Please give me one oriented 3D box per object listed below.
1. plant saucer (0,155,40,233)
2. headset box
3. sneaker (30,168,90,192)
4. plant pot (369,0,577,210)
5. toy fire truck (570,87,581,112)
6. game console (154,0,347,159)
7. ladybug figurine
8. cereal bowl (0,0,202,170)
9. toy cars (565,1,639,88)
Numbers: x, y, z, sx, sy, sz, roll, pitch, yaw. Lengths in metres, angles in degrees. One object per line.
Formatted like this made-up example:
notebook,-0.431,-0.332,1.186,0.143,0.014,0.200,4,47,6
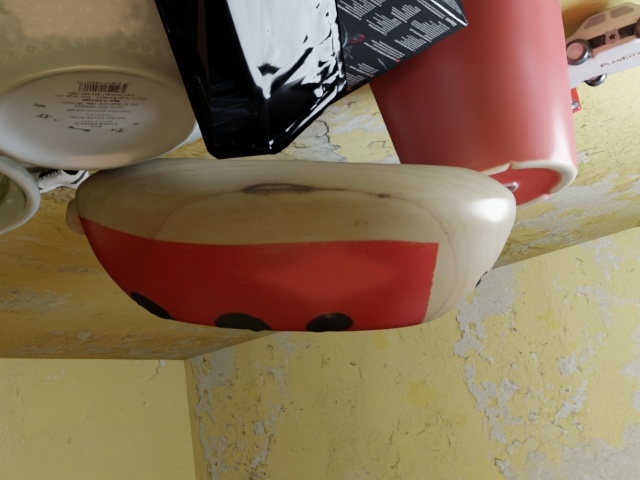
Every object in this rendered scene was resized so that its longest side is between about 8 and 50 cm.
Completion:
plant saucer,-0.599,-0.094,0.918,0.401,0.100,0.400,-8,163,-2
headset box,-0.028,-0.242,0.731,0.293,0.110,0.218,-24,157,38
sneaker,-0.431,-0.106,1.090,0.109,0.040,0.043,-9,147,-14
plant pot,0.203,-0.169,0.872,0.275,0.243,0.275,-10,163,-3
toy fire truck,0.352,-0.222,1.117,0.192,0.047,0.135,9,157,-44
game console,0.023,-0.229,0.495,0.044,0.361,0.213,27,148,28
ladybug figurine,-0.030,0.001,0.690,0.450,0.161,0.305,2,-175,1
cereal bowl,-0.184,-0.149,0.521,0.339,0.141,0.339,-10,163,-3
toy cars,0.429,-0.310,0.824,0.177,0.087,0.393,0,164,-14
